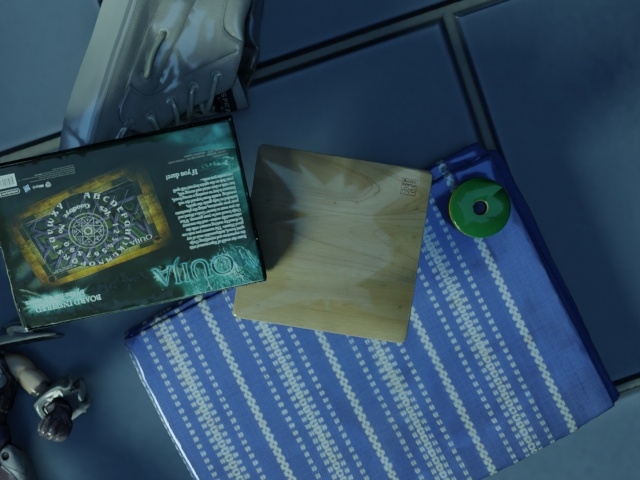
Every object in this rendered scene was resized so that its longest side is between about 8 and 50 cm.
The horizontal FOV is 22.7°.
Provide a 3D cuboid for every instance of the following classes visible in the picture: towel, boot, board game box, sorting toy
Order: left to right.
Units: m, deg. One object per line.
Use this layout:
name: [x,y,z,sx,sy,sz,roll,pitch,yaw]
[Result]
board game box: [-0.142,-0.012,1.172,0.186,0.026,0.126,-11,101,1]
boot: [-0.117,-0.112,1.218,0.123,0.095,0.258,15,91,4]
sorting toy: [0.000,0.000,1.216,0.274,0.046,0.132,9,93,-1]
towel: [0.042,0.100,1.270,0.336,0.040,0.243,-28,95,1]

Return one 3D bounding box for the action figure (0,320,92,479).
action figure: [-0.255,0.176,1.228,0.185,0.099,0.285,-16,89,8]
